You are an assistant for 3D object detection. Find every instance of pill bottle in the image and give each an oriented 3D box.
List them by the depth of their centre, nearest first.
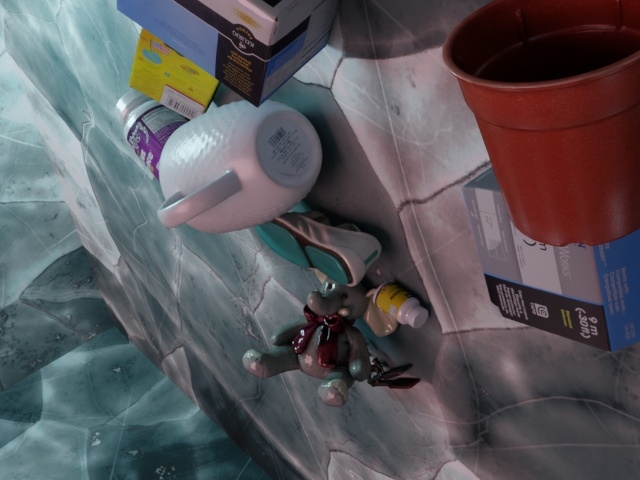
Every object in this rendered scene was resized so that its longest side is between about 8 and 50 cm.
[{"bbox_3d":[0.175,0.141,1.737,0.116,0.065,0.065,34,144,38],"label":"pill bottle"},{"bbox_3d":[-0.430,-0.276,2.199,0.301,0.169,0.169,48,151,19],"label":"pill bottle"}]

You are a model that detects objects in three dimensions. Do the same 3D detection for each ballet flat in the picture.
[{"bbox_3d":[0.000,0.000,1.818,0.400,0.139,0.139,23,137,55],"label":"ballet flat"}]

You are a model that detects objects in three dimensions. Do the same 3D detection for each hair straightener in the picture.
[{"bbox_3d":[0.157,0.319,1.983,0.089,0.047,0.230,61,157,-5],"label":"hair straightener"}]

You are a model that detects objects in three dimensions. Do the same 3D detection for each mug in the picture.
[{"bbox_3d":[-0.188,-0.142,1.719,0.328,0.374,0.276,-10,114,54],"label":"mug"}]

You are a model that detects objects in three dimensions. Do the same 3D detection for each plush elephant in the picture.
[{"bbox_3d":[0.027,0.190,1.858,0.272,0.330,0.255,19,112,34],"label":"plush elephant"}]

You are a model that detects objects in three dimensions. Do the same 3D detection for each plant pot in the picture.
[{"bbox_3d":[0.316,-0.151,1.016,0.272,0.272,0.265,25,146,47],"label":"plant pot"}]

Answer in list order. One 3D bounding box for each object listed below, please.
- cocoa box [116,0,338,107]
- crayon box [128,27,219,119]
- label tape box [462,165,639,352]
[{"bbox_3d":[-0.163,-0.456,1.430,0.347,0.231,0.228,36,149,9],"label":"cocoa box"},{"bbox_3d":[-0.326,-0.406,1.873,0.202,0.081,0.318,29,160,-11],"label":"crayon box"},{"bbox_3d":[0.395,0.026,1.204,0.348,0.115,0.249,19,133,53],"label":"label tape box"}]
